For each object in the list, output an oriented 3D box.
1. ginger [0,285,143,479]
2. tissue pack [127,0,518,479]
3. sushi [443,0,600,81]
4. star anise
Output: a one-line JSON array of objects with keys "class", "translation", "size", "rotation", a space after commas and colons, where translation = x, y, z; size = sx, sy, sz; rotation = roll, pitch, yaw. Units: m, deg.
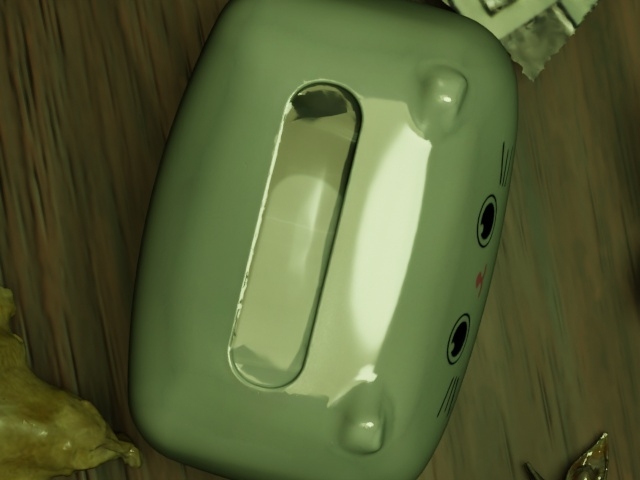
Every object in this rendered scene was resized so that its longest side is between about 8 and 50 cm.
[{"class": "ginger", "translation": [-0.260, 0.131, 1.303], "size": [0.270, 0.123, 0.219], "rotation": [11, 69, 2]}, {"class": "tissue pack", "translation": [0.000, 0.000, 1.244], "size": [0.229, 0.236, 0.333], "rotation": [13, 90, 2]}, {"class": "sushi", "translation": [0.129, -0.337, 1.330], "size": [0.320, 0.069, 0.339], "rotation": [40, 86, -1]}, {"class": "star anise", "translation": [0.178, 0.193, 1.332], "size": [0.124, 0.056, 0.129], "rotation": [17, 79, 20]}]
